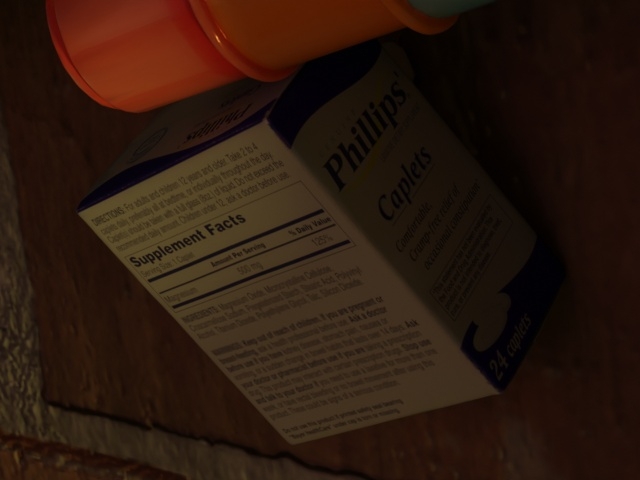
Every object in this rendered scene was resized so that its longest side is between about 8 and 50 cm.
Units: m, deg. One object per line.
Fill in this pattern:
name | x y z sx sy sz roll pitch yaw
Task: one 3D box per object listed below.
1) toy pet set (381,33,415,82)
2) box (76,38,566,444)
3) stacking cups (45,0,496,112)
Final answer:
toy pet set | -0.017 -0.065 0.708 0.114 0.065 0.122 37 140 -13
box | 0.000 0.000 0.644 0.126 0.072 0.137 -21 116 47
stacking cups | 0.048 -0.116 0.506 0.316 0.096 0.096 -14 92 29
